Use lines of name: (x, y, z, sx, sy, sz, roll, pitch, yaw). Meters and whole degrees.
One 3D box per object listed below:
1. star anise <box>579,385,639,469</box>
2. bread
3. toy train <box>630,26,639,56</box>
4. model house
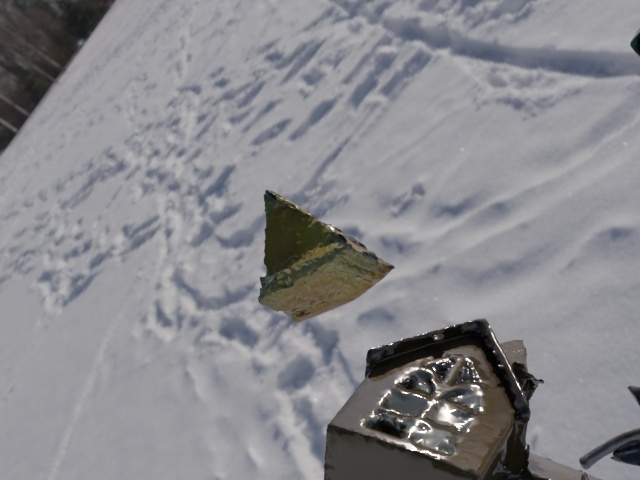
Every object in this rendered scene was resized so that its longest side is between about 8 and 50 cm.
star anise: (0.439, 0.241, 1.027, 0.081, 0.263, 0.230, -170, 75, -85)
bread: (0.000, 0.000, 1.151, 0.169, 0.140, 0.160, -26, 56, 28)
toy train: (0.550, -0.356, 1.022, 0.272, 0.179, 0.442, -51, -3, -33)
model house: (0.129, 0.146, 0.652, 0.248, 0.176, 0.180, -43, -38, -48)
